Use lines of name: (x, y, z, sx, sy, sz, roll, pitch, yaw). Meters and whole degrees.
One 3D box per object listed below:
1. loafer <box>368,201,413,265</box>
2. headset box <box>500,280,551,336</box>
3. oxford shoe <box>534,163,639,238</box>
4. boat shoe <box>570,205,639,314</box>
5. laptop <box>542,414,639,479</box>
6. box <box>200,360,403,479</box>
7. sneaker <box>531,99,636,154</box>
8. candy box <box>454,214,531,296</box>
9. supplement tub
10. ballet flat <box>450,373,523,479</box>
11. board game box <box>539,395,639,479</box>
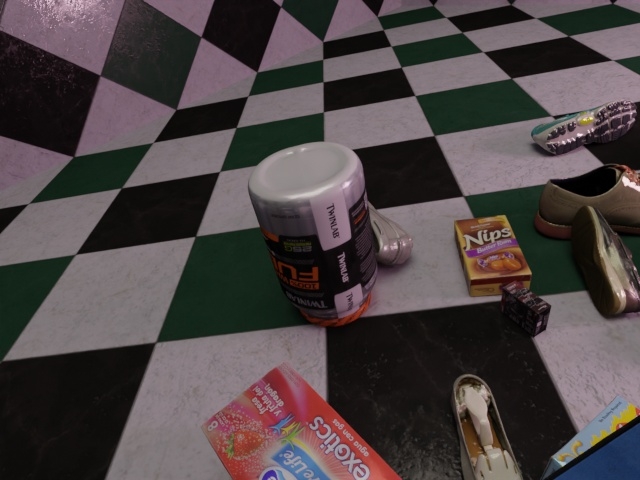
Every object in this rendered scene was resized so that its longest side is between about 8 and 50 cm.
loafer: (0.068, -0.046, 0.972, 0.112, 0.112, 0.319, 3, 22, -41)
headset box: (0.349, 0.115, 0.740, 0.032, 0.062, 0.083, -24, 38, -15)
oxford shoe: (0.625, -0.090, 0.860, 0.349, 0.130, 0.123, -10, 38, 5)
boat shoe: (0.520, 0.034, 0.775, 0.074, 0.080, 0.223, 6, 53, 2)
laptop: (0.223, 0.367, 0.218, 0.408, 0.236, 0.382, -34, 65, -24)
box: (0.002, 0.315, 0.520, 0.142, 0.154, 0.300, -34, 43, -24)
sneaker: (0.708, -0.317, 1.151, 0.275, 0.107, 0.110, -14, 28, -2)
candy box: (0.339, 0.026, 0.864, 0.109, 0.053, 0.186, -6, 37, 10)
supplement tub: (0.000, 0.000, 0.783, 0.194, 0.316, 0.193, -9, 38, 7)
ballet flat: (0.220, 0.277, 0.569, 0.072, 0.068, 0.213, -9, 38, 4)
board game box: (0.363, 0.314, 0.399, 0.144, 0.142, 0.275, -19, 36, -29)
